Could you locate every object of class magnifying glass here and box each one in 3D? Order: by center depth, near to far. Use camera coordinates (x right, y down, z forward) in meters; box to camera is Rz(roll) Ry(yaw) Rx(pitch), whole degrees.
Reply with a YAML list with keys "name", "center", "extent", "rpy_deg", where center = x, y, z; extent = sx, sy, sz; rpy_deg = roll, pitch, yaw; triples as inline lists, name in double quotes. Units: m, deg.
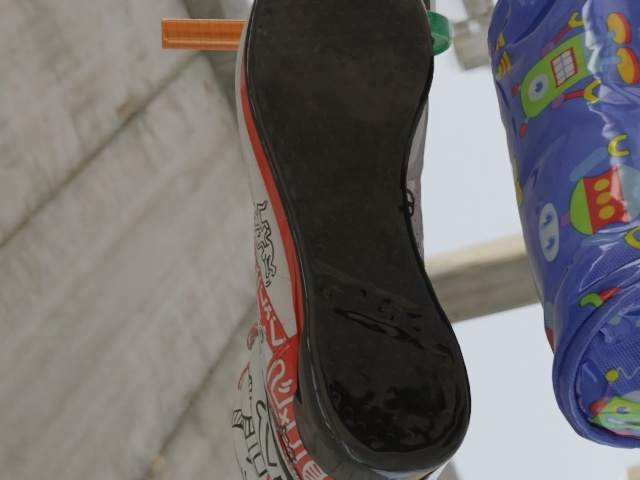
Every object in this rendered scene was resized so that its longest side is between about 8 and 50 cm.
- name: "magnifying glass"
  center: [-0.010, -0.163, 1.116]
  extent: [0.092, 0.231, 0.026]
  rpy_deg: [123, 145, -79]

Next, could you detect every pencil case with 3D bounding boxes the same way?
- name: "pencil case"
  center: [0.161, -0.035, 0.712]
  extent: [0.119, 0.133, 0.306]
  rpy_deg: [29, -147, -24]

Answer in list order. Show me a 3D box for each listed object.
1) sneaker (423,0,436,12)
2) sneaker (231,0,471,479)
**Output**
- name: "sneaker"
  center: [0.103, -0.326, 1.468]
  extent: [0.178, 0.124, 0.295]
  rpy_deg: [-22, -72, -45]
- name: "sneaker"
  center: [-0.001, 0.001, 0.644]
  extent: [0.145, 0.090, 0.270]
  rpy_deg: [117, 150, -59]
